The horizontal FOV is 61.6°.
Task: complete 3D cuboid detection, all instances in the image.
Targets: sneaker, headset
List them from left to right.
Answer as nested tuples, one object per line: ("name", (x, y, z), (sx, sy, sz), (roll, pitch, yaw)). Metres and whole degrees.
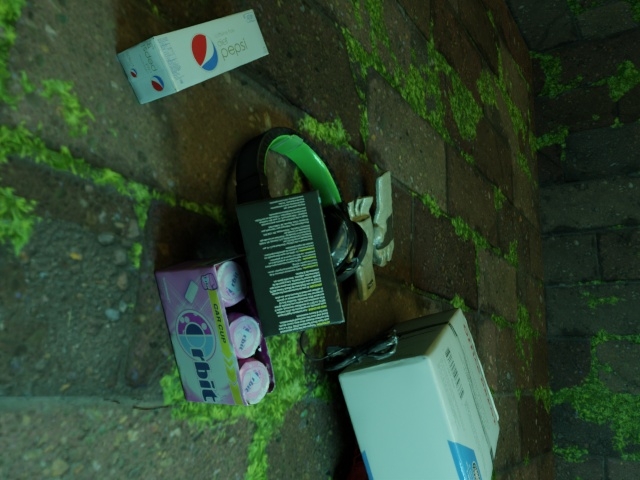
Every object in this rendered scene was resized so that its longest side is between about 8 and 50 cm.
("headset", (0.000, 0.000, 0.837), (0.243, 0.185, 0.394), (11, 64, -56))
("sneaker", (0.076, 0.382, 0.997), (0.128, 0.087, 0.221), (68, 23, -8))

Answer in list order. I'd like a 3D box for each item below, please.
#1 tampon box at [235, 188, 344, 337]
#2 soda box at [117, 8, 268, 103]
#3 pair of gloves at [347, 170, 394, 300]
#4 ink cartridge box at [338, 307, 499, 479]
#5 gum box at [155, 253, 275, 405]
("tampon box", (-0.036, 0.026, 0.680), (0.120, 0.102, 0.161), (-153, -128, -89))
("soda box", (-0.164, -0.256, 0.736), (0.216, 0.074, 0.069), (-46, 122, -49))
("pair of gloves", (0.103, -0.018, 1.093), (0.240, 0.042, 0.204), (-50, 138, -54))
("ink cartridge box", (0.208, 0.314, 1.017), (0.395, 0.166, 0.285), (-11, 83, -67))
("gum box", (-0.133, 0.118, 0.686), (0.062, 0.107, 0.188), (-22, 103, -55))
